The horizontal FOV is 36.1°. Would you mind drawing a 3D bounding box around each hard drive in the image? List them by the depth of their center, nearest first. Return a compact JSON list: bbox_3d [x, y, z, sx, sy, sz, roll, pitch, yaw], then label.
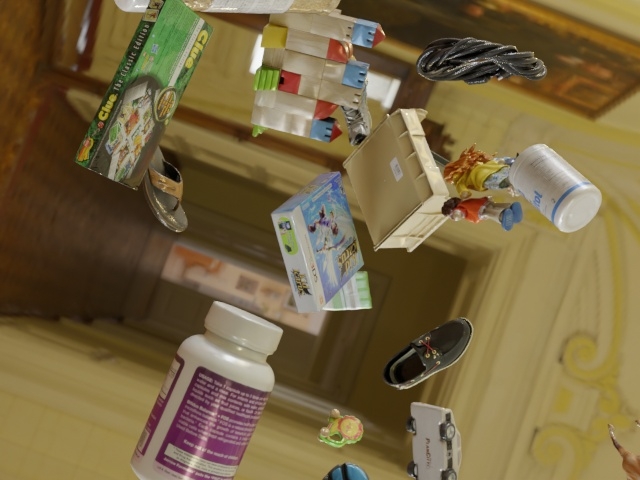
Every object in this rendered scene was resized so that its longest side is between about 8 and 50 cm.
[{"bbox_3d":[0.270,-0.188,2.364,0.022,0.135,0.094,-65,-163,-11],"label":"hard drive"}]

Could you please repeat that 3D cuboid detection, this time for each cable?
[{"bbox_3d":[0.202,-0.221,1.239,0.184,0.151,0.047,1,97,-65],"label":"cable"}]

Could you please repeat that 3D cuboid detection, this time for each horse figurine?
[{"bbox_3d":[0.653,0.402,1.864,0.263,0.066,0.174,-29,-139,34],"label":"horse figurine"}]

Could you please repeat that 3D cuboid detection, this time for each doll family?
[{"bbox_3d":[0.298,-0.106,1.597,0.263,0.163,0.118,-18,110,-39],"label":"doll family"}]

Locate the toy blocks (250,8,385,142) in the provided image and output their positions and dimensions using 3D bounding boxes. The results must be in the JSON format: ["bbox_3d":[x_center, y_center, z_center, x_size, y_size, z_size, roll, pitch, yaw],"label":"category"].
[{"bbox_3d":[-0.002,-0.385,2.258,0.191,0.261,0.381,-65,169,-65],"label":"toy blocks"}]

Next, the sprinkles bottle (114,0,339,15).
[{"bbox_3d":[-0.139,-0.409,1.507,0.121,0.355,0.121,17,-71,58],"label":"sprinkles bottle"}]

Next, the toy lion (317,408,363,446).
[{"bbox_3d":[0.054,0.464,2.393,0.100,0.096,0.034,-55,173,-43],"label":"toy lion"}]

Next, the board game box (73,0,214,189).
[{"bbox_3d":[-0.239,-0.204,1.351,0.259,0.030,0.136,-64,155,-2],"label":"board game box"}]

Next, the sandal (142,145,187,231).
[{"bbox_3d":[-0.295,-0.121,1.856,0.090,0.060,0.219,-29,104,-67],"label":"sandal"}]

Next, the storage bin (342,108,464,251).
[{"bbox_3d":[0.201,-0.147,2.389,0.260,0.123,0.262,-46,-125,47],"label":"storage bin"}]

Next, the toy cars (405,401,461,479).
[{"bbox_3d":[0.284,0.482,1.866,0.087,0.393,0.176,-11,151,-44],"label":"toy cars"}]

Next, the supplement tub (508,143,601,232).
[{"bbox_3d":[0.300,-0.067,1.255,0.107,0.071,0.071,50,-50,40],"label":"supplement tub"}]

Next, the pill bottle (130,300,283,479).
[{"bbox_3d":[-0.176,0.259,1.592,0.169,0.169,0.301,175,-61,-88],"label":"pill bottle"}]

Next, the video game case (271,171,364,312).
[{"bbox_3d":[0.000,0.000,2.257,0.269,0.061,0.244,-43,124,-56],"label":"video game case"}]

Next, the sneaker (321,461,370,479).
[{"bbox_3d":[-0.027,0.598,1.964,0.341,0.125,0.139,-40,163,-19],"label":"sneaker"}]

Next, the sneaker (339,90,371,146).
[{"bbox_3d":[0.088,-0.316,2.438,0.228,0.086,0.132,62,15,-46],"label":"sneaker"}]

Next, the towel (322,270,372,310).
[{"bbox_3d":[0.060,0.135,2.654,0.023,0.152,0.113,-55,139,-62],"label":"towel"}]

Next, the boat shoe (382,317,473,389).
[{"bbox_3d":[0.136,0.144,1.241,0.133,0.049,0.042,-39,153,20],"label":"boat shoe"}]
